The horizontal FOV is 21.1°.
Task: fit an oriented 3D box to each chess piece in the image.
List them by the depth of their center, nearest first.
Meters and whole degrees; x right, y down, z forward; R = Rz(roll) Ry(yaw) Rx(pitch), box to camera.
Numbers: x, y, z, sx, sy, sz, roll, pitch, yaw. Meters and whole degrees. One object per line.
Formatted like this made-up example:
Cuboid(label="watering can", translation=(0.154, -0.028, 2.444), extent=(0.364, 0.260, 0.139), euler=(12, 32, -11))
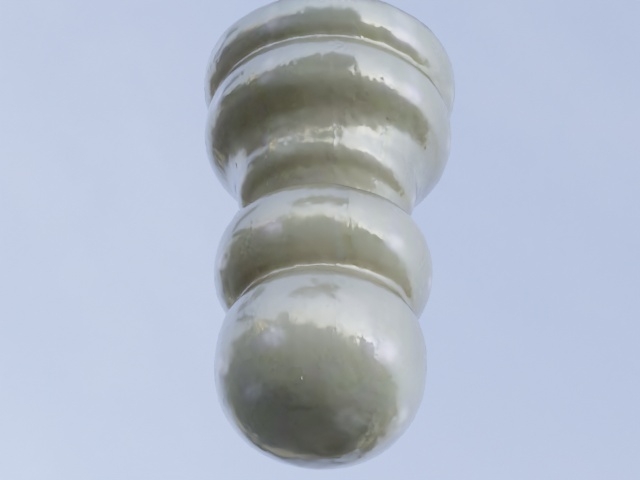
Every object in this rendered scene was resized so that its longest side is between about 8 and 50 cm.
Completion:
Cuboid(label="chess piece", translation=(0.000, 0.000, 1.050), extent=(0.167, 0.299, 0.167), euler=(2, -42, 2))
